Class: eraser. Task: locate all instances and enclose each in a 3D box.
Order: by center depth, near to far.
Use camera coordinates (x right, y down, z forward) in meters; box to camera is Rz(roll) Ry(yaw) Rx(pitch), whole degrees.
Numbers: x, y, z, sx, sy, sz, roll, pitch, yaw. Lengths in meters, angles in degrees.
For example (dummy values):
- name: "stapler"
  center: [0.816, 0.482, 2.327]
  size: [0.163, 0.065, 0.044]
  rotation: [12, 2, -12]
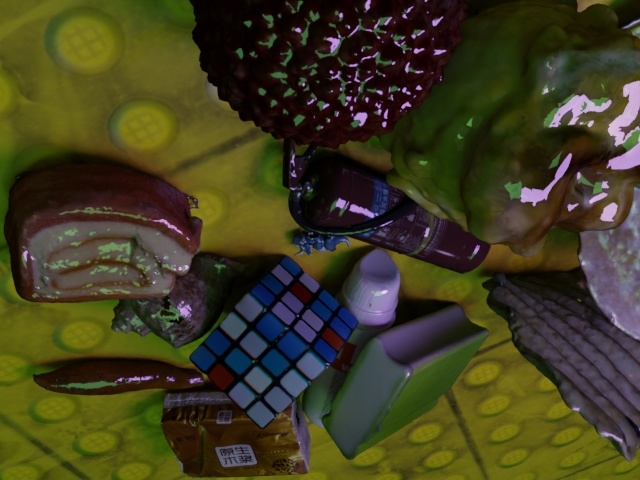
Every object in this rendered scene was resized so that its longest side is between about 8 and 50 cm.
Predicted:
- name: "eraser"
  center: [0.137, 0.220, 1.247]
  size: [0.274, 0.092, 0.210]
  rotation: [-14, 139, -52]

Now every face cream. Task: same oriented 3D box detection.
- name: "face cream"
  center: [0.050, 0.165, 1.250]
  size: [0.101, 0.102, 0.346]
  rotation: [-1, 135, -18]

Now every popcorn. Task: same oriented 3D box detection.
- name: "popcorn"
  center: [0.222, -0.129, 0.894]
  size: [0.312, 0.312, 0.312]
  rotation: [-10, 135, -10]

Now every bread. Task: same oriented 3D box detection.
- name: "bread"
  center: [-0.264, -0.007, 0.960]
  size: [0.244, 0.123, 0.190]
  rotation: [-5, 133, -16]

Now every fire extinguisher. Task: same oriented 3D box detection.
- name: "fire extinguisher"
  center: [0.085, -0.053, 1.058]
  size: [0.341, 0.105, 0.142]
  rotation: [18, 86, -31]

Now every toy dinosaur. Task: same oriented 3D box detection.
- name: "toy dinosaur"
  center: [0.000, 0.000, 1.120]
  size: [0.083, 0.031, 0.047]
  rotation: [-10, 136, -8]

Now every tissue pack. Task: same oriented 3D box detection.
- name: "tissue pack"
  center: [-0.139, 0.323, 1.316]
  size: [0.226, 0.092, 0.183]
  rotation: [-6, 132, 6]

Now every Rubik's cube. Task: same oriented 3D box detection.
- name: "Rubik's cube"
  center: [-0.063, 0.141, 1.110]
  size: [0.151, 0.154, 0.155]
  rotation: [44, 115, 0]

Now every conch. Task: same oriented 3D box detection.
- name: "conch"
  center: [-0.199, 0.080, 1.105]
  size: [0.207, 0.130, 0.155]
  rotation: [-30, 175, -21]

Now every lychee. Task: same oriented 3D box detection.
- name: "lychee"
  center: [0.010, -0.228, 0.758]
  size: [0.264, 0.300, 0.264]
  rotation: [19, 156, 9]

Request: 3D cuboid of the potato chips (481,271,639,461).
- name: "potato chips"
  center: [0.405, 0.154, 1.165]
  size: [0.373, 0.389, 0.097]
  rotation: [4, 125, -32]

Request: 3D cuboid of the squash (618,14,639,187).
- name: "squash"
  center: [0.463, -0.188, 0.970]
  size: [0.308, 0.210, 0.234]
  rotation: [-16, 101, -8]

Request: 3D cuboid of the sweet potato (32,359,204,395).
- name: "sweet potato"
  center: [-0.305, 0.212, 1.209]
  size: [0.264, 0.057, 0.057]
  rotation: [4, 132, -24]

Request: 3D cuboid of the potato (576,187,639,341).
- name: "potato"
  center: [0.457, -0.010, 1.142]
  size: [0.210, 0.189, 0.265]
  rotation: [8, 118, 14]
